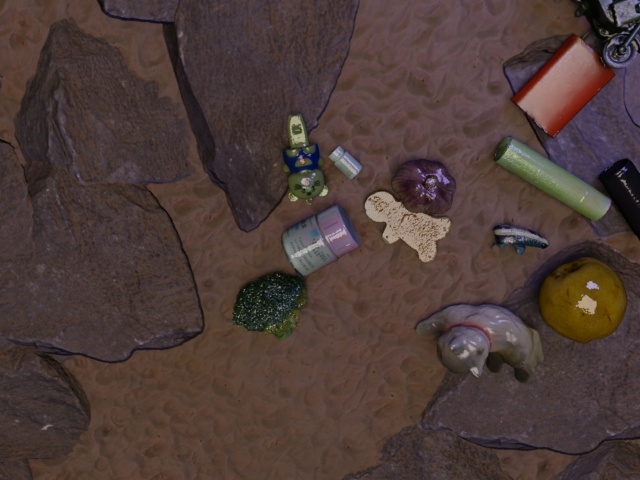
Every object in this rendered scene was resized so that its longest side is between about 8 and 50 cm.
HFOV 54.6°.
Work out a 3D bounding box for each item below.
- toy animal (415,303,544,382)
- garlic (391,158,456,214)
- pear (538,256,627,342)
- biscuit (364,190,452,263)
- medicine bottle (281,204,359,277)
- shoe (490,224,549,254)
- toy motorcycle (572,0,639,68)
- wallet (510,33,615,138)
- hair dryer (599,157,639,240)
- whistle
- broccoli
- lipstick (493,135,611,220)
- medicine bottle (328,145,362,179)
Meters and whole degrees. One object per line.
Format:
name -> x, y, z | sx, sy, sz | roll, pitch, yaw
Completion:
toy animal -> 0.447, 0.295, 1.613 | 0.266, 0.188, 0.308 | -35, 98, 4
garlic -> 0.259, -0.133, 1.518 | 0.159, 0.102, 0.147 | 34, 68, -1
pear -> 0.651, 0.154, 1.541 | 0.208, 0.209, 0.209 | 1, 107, 4
biscuit -> 0.219, -0.051, 1.596 | 0.234, 0.030, 0.153 | 28, 102, -4
medicine bottle -> 0.000, 0.000, 1.573 | 0.168, 0.135, 0.135 | -26, 103, 12
shoe -> 0.508, 0.002, 1.576 | 0.143, 0.064, 0.071 | 10, 106, 4
toy motorcycle -> 0.632, -0.517, 1.335 | 0.127, 0.205, 0.275 | -30, 90, 12
wallet -> 0.574, -0.363, 1.471 | 0.142, 0.045, 0.204 | 41, 104, -6
hair dryer -> 0.831, -0.149, 1.510 | 0.251, 0.089, 0.197 | -38, 99, 4
whistle -> -0.044, -0.199, 1.541 | 0.105, 0.085, 0.227 | -10, 106, -3
broccoli -> -0.123, 0.190, 1.651 | 0.219, 0.194, 0.194 | -35, 102, -11
lipstick -> 0.564, -0.151, 1.521 | 0.304, 0.076, 0.076 | 31, 106, -6
medicine bottle -> 0.062, -0.196, 1.555 | 0.083, 0.047, 0.047 | 43, 105, -8
